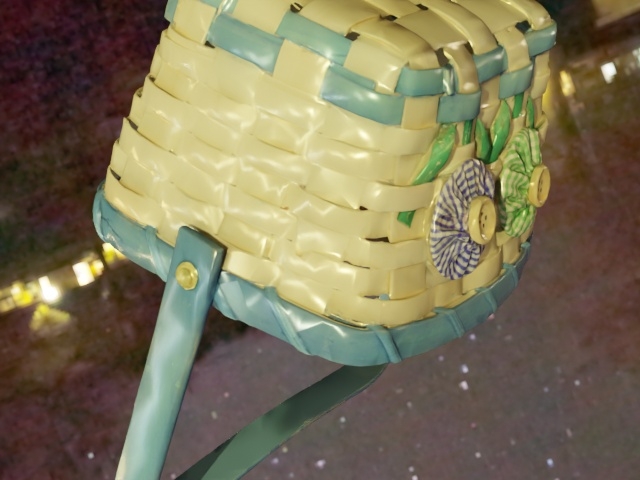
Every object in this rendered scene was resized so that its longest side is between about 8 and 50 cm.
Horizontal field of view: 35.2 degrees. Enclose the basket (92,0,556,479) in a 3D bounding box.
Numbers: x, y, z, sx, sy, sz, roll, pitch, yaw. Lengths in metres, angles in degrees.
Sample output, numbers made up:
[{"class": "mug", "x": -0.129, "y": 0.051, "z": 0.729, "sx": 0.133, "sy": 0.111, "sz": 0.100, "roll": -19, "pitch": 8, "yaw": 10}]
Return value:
[{"class": "basket", "x": 0.000, "y": 0.000, "z": 0.547, "sx": 0.255, "sy": 0.201, "sz": 0.288, "roll": -29, "pitch": 144, "yaw": -52}]
